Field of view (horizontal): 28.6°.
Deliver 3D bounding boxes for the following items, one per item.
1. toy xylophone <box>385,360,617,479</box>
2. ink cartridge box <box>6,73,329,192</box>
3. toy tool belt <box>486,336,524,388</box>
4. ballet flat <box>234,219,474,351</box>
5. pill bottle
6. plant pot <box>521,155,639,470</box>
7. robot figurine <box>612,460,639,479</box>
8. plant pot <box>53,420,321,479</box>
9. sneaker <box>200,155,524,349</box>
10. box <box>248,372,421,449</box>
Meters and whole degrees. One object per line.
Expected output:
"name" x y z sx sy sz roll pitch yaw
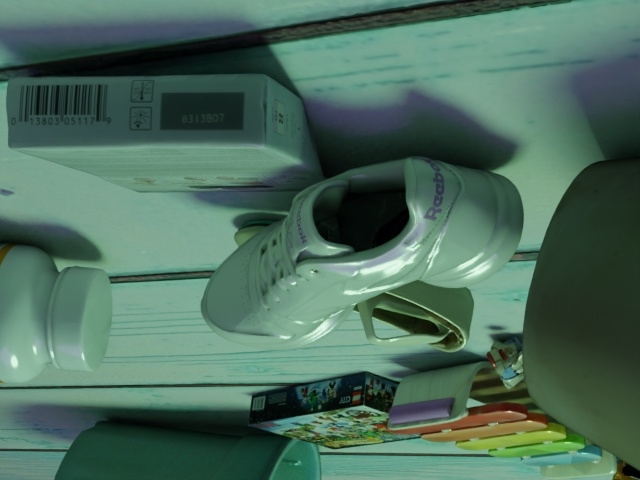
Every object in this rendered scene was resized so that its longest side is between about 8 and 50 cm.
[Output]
"toy xylophone" 0.243 0.211 1.500 0.322 0.081 0.236 19 155 -30
"ink cartridge box" -0.096 -0.075 0.938 0.189 0.066 0.232 0 179 15
"toy tool belt" 0.209 0.124 1.347 0.051 0.052 0.083 -30 155 6
"ballet flat" 0.034 0.050 1.148 0.248 0.086 0.086 16 157 -23
"pill bottle" -0.335 0.069 1.227 0.245 0.136 0.136 4 159 7
"plant pot" 0.302 0.061 0.855 0.280 0.323 0.323 15 165 29
"robot figurine" 0.541 0.362 1.797 0.291 0.085 0.211 2 158 9
"plant pot" -0.208 0.426 1.888 0.334 0.341 0.341 8 160 17
"sneaker" 0.000 0.000 0.983 0.305 0.114 0.152 -24 152 36
"box" 0.039 0.229 1.657 0.159 0.044 0.233 23 154 -35
